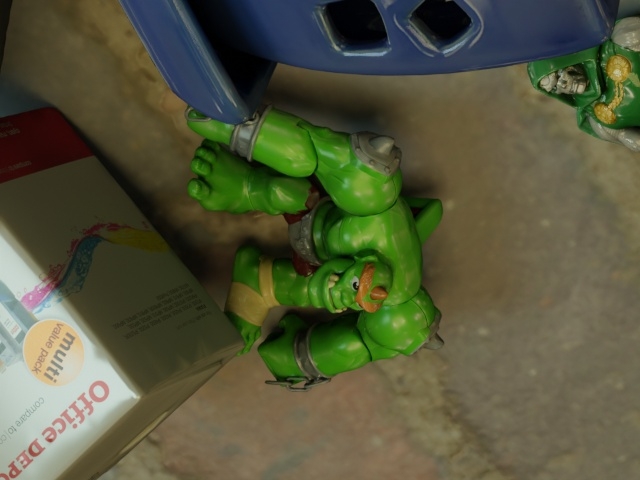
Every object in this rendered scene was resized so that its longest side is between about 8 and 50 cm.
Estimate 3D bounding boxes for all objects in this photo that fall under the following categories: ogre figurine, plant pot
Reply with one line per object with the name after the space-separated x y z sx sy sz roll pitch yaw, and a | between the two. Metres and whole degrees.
0.000 0.000 1.058 0.118 0.097 0.197 1 106 25 | ogre figurine
0.002 -0.203 0.862 0.212 0.236 0.236 -18 118 22 | plant pot

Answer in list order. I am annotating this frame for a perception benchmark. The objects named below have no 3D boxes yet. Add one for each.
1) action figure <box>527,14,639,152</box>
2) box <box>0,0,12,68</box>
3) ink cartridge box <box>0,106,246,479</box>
0.223 -0.070 1.017 0.232 0.063 0.137 11 124 2 | action figure
-0.242 -0.137 0.886 0.143 0.165 0.270 19 105 30 | box
-0.157 0.041 1.034 0.128 0.127 0.176 -44 82 24 | ink cartridge box
